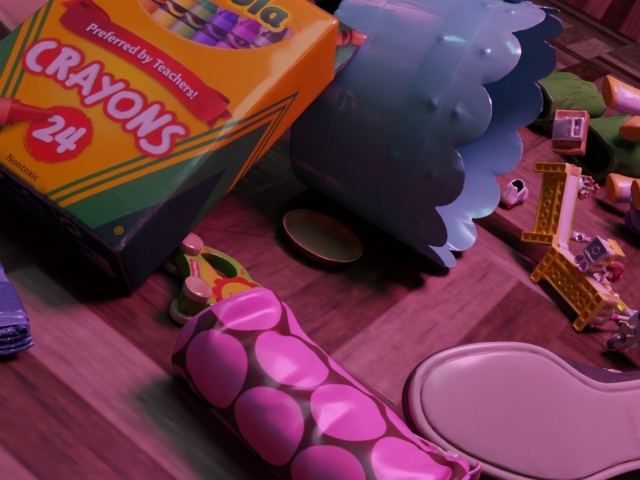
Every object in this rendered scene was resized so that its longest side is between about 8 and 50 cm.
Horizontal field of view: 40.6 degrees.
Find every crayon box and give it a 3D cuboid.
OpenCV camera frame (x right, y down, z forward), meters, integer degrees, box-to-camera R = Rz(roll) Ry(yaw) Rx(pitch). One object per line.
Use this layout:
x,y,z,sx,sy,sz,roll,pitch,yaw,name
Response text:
-0.128,-0.140,0.712,0.202,0.081,0.318,33,66,14,crayon box

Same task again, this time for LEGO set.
0.311,-0.002,0.973,0.107,0.132,0.287,11,53,-36,LEGO set

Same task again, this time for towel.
-0.241,0.031,0.571,0.067,0.029,0.119,-2,40,-42,towel

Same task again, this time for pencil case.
0.000,0.116,0.566,0.098,0.095,0.209,-40,67,-22,pencil case

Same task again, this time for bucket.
0.107,-0.131,0.882,0.183,0.281,0.281,26,27,18,bucket

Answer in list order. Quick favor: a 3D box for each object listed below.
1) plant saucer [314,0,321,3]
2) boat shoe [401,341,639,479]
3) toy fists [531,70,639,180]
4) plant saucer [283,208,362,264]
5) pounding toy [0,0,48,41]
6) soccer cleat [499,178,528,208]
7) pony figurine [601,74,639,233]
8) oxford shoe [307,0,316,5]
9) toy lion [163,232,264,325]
-0.074,-0.516,1.545,0.400,0.101,0.400,19,29,-11,plant saucer
0.198,0.148,0.696,0.335,0.095,0.112,7,69,-25,boat shoe
0.440,-0.190,1.435,0.142,0.096,0.279,-11,45,-30,toy fists
0.000,0.000,0.835,0.083,0.015,0.083,20,28,-12,plant saucer
-0.257,-0.196,0.867,0.206,0.094,0.181,-10,45,-48,pounding toy
0.259,-0.066,1.136,0.029,0.036,0.083,36,30,18,soccer cleat
0.602,-0.096,1.217,0.363,0.303,0.351,-2,59,-1,pony figurine
-0.074,-0.303,1.220,0.096,0.083,0.227,40,43,20,oxford shoe
-0.074,0.043,0.692,0.096,0.034,0.100,19,28,-27,toy lion
